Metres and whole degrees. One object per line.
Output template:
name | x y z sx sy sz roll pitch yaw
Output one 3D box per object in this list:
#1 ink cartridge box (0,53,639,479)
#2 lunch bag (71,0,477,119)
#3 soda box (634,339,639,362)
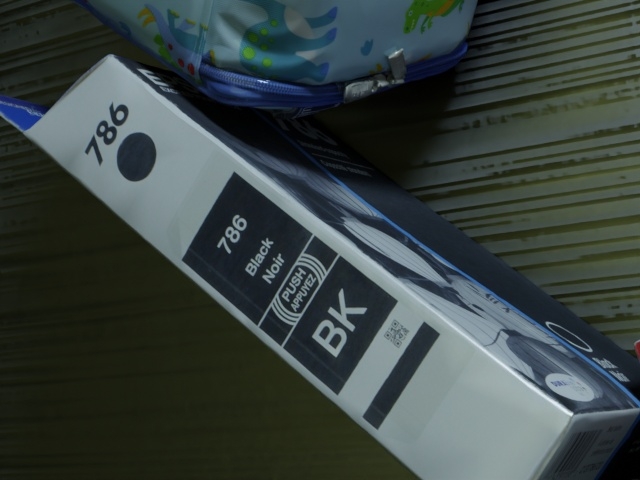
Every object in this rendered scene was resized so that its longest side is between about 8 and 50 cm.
ink cartridge box | 0.000 0.000 0.565 0.332 0.165 0.065 37 105 27
lunch bag | -0.035 -0.147 0.597 0.219 0.176 0.090 33 125 27
soda box | 0.260 0.031 0.450 0.263 0.083 0.092 -26 74 27
